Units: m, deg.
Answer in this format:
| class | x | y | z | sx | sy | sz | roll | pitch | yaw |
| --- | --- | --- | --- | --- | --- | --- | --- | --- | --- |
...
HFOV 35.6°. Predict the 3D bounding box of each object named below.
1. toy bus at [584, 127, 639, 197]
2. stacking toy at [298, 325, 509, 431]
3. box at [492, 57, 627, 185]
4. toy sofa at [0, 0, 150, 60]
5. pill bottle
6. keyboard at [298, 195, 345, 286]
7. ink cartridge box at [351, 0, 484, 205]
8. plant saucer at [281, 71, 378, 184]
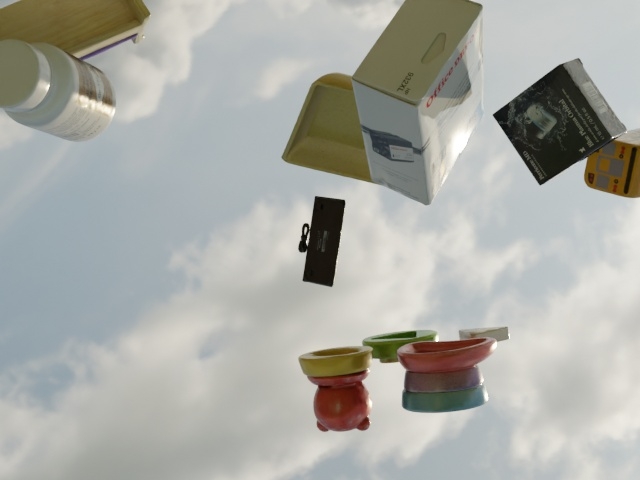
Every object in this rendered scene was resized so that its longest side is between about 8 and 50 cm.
| class | x | y | z | sx | sy | sz | roll | pitch | yaw |
| --- | --- | --- | --- | --- | --- | --- | --- | --- | --- |
| toy bus | 0.668 | -0.164 | 2.019 | 0.130 | 0.108 | 0.333 | 18 | -159 | 36 |
| stacking toy | 0.152 | 0.226 | 1.607 | 0.309 | 0.130 | 0.279 | -6 | -179 | 33 |
| box | 0.415 | -0.205 | 1.733 | 0.158 | 0.156 | 0.093 | -37 | 173 | 37 |
| toy sofa | -0.513 | -0.378 | 1.864 | 0.362 | 0.150 | 0.177 | -32 | 176 | -28 |
| pill bottle | -0.422 | -0.234 | 1.542 | 0.131 | 0.131 | 0.229 | -17 | 172 | 13 |
| keyboard | 0.000 | 0.000 | 2.050 | 0.108 | 0.180 | 0.023 | 9 | -179 | 37 |
| ink cartridge box | 0.174 | -0.241 | 1.689 | 0.129 | 0.307 | 0.223 | 26 | -111 | 21 |
| plant saucer | 0.110 | -0.247 | 2.186 | 0.333 | 0.333 | 0.081 | 13 | -118 | -9 |
